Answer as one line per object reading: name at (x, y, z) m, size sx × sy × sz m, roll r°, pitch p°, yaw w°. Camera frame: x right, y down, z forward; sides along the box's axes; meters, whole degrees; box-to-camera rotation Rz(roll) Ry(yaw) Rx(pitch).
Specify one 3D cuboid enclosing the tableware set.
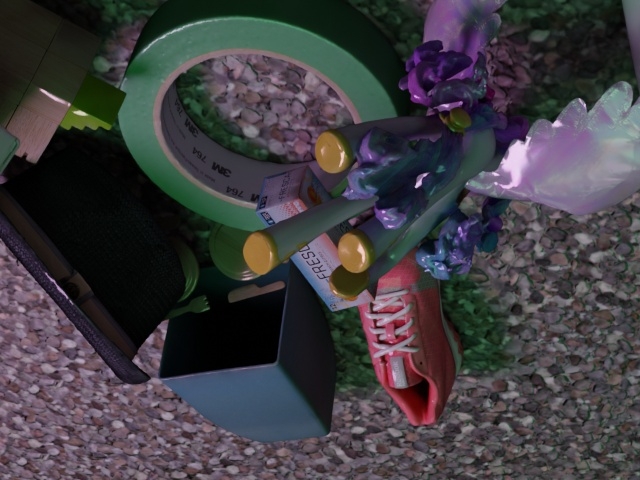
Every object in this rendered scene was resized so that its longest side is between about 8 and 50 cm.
tableware set at (-0.141, 0.019, 1.808) m, size 0.194 × 0.039 × 0.128 m, roll -17°, pitch 93°, yaw 21°

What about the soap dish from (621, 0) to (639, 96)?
soap dish at (0.396, -0.157, 1.396) m, size 0.118 × 0.229 × 0.290 m, roll -25°, pitch 131°, yaw 0°

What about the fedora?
fedora at (-0.275, 0.009, 1.725) m, size 0.152 × 0.334 × 0.334 m, roll -40°, pitch 128°, yaw -10°

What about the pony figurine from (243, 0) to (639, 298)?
pony figurine at (0.134, -0.095, 1.446) m, size 0.302 × 0.363 × 0.351 m, roll 52°, pitch 141°, yaw 13°

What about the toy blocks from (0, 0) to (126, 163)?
toy blocks at (-0.425, -0.190, 1.602) m, size 0.381 × 0.190 × 0.261 m, roll 26°, pitch 147°, yaw -13°

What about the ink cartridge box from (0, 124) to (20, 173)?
ink cartridge box at (-0.519, -0.096, 1.500) m, size 0.285 × 0.166 × 0.395 m, roll 39°, pitch 158°, yaw -20°

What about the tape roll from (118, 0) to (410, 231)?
tape roll at (-0.062, -0.144, 1.614) m, size 0.321 × 0.077 × 0.321 m, roll 7°, pitch 136°, yaw 7°

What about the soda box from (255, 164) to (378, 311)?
soda box at (0.000, 0.000, 1.652) m, size 0.063 × 0.058 × 0.183 m, roll -15°, pitch 131°, yaw 26°

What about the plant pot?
plant pot at (-0.073, 0.161, 1.875) m, size 0.166 × 0.165 × 0.234 m, roll -10°, pitch 140°, yaw 22°

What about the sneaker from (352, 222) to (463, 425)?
sneaker at (0.107, 0.110, 1.794) m, size 0.116 × 0.136 × 0.313 m, roll -10°, pitch 132°, yaw 20°
